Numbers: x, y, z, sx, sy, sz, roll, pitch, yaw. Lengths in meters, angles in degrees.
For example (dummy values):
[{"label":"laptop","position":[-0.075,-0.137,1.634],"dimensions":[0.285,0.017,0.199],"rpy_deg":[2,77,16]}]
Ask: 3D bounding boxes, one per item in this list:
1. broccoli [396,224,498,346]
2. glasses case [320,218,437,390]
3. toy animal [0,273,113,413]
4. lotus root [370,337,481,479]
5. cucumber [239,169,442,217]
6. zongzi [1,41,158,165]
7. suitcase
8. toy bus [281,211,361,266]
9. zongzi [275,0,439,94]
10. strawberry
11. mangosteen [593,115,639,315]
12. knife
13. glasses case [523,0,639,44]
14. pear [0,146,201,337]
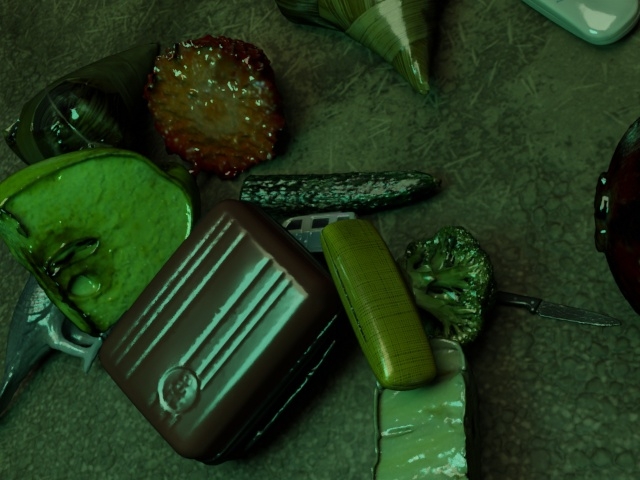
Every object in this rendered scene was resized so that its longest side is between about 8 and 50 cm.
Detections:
[{"label":"broccoli","position":[0.153,0.062,1.235],"dimensions":[0.146,0.138,0.162],"rpy_deg":[-39,57,46]},{"label":"glasses case","position":[0.067,0.071,1.167],"dimensions":[0.079,0.064,0.234],"rpy_deg":[-3,52,-27]},{"label":"toy animal","position":[-0.397,0.134,1.473],"dimensions":[0.206,0.081,0.367],"rpy_deg":[9,88,12]},{"label":"lotus root","position":[0.123,0.237,1.156],"dimensions":[0.119,0.138,0.235],"rpy_deg":[-8,61,15]},{"label":"cucumber","position":[0.026,-0.066,1.397],"dimensions":[0.293,0.067,0.067],"rpy_deg":[0,65,23]},{"label":"zongzi","position":[-0.322,-0.230,1.546],"dimensions":[0.317,0.154,0.289],"rpy_deg":[-51,24,-17]},{"label":"suitcase","position":[-0.115,0.118,1.277],"dimensions":[0.236,0.161,0.297],"rpy_deg":[43,97,26]},{"label":"toy bus","position":[0.000,0.000,1.378],"dimensions":[0.123,0.060,0.075],"rpy_deg":[-4,65,23]},{"label":"zongzi","position":[0.053,-0.326,1.488],"dimensions":[0.286,0.134,0.288],"rpy_deg":[-8,69,28]},{"label":"strawberry","position":[-0.141,-0.221,1.516],"dimensions":[0.234,0.234,0.178],"rpy_deg":[-6,31,22]},{"label":"mangosteen","position":[0.446,-0.023,1.056],"dimensions":[0.311,0.311,0.311],"rpy_deg":[-11,61,20]},{"label":"knife","position":[0.285,0.085,1.231],"dimensions":[0.170,0.010,0.023],"rpy_deg":[11,70,27]},{"label":"glasses case","position":[0.345,-0.354,1.397],"dimensions":[0.092,0.059,0.233],"rpy_deg":[-41,56,-1]},{"label":"pear","position":[-0.301,-0.040,1.364],"dimensions":[0.255,0.238,0.164],"rpy_deg":[-43,23,-16]}]
